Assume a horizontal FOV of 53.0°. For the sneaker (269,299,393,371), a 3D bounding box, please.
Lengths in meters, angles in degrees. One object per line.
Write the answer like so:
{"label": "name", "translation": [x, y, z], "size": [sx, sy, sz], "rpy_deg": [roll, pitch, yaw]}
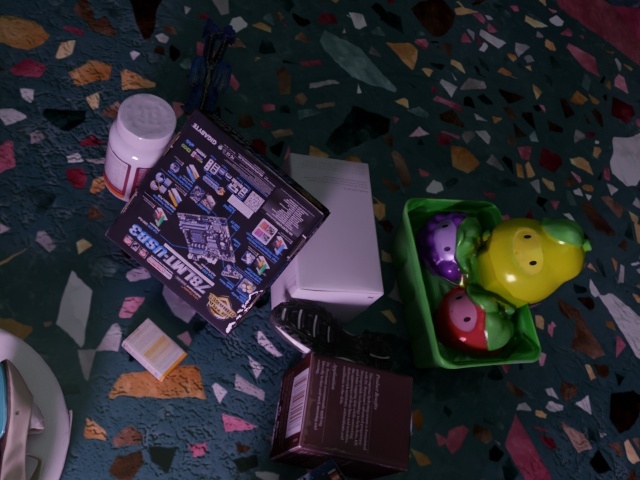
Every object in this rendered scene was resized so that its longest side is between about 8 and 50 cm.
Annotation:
{"label": "sneaker", "translation": [0.011, 0.203, 1.210], "size": [0.272, 0.108, 0.100], "rpy_deg": [32, 45, -26]}

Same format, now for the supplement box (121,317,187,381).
{"label": "supplement box", "translation": [-0.298, 0.196, 1.154], "size": [0.098, 0.036, 0.062], "rpy_deg": [43, 57, 1]}

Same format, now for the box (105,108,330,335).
{"label": "box", "translation": [-0.186, -0.031, 1.152], "size": [0.296, 0.293, 0.073], "rpy_deg": [39, 15, 3]}

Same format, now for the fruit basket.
{"label": "fruit basket", "translation": [0.333, 0.068, 1.297], "size": [0.283, 0.392, 0.391], "rpy_deg": [1, 65, -23]}

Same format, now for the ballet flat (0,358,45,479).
{"label": "ballet flat", "translation": [-0.446, 0.300, 0.939], "size": [0.086, 0.086, 0.248], "rpy_deg": [4, 65, -21]}

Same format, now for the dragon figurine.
{"label": "dragon figurine", "translation": [-0.243, -0.342, 1.385], "size": [0.085, 0.144, 0.289], "rpy_deg": [13, 61, -17]}

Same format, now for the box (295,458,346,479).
{"label": "box", "translation": [-0.078, 0.458, 1.040], "size": [0.233, 0.159, 0.044], "rpy_deg": [-21, 57, -30]}

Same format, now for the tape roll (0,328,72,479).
{"label": "tape roll", "translation": [-0.580, 0.305, 0.958], "size": [0.392, 0.072, 0.391], "rpy_deg": [10, 61, -19]}

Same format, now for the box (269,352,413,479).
{"label": "box", "translation": [0.037, 0.322, 1.156], "size": [0.203, 0.167, 0.168], "rpy_deg": [18, 59, -15]}

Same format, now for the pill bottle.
{"label": "pill bottle", "translation": [-0.339, -0.171, 1.211], "size": [0.121, 0.221, 0.121], "rpy_deg": [10, 62, -19]}

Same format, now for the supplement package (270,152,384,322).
{"label": "supplement package", "translation": [0.000, 0.000, 1.297], "size": [0.176, 0.177, 0.292], "rpy_deg": [5, 63, -20]}
